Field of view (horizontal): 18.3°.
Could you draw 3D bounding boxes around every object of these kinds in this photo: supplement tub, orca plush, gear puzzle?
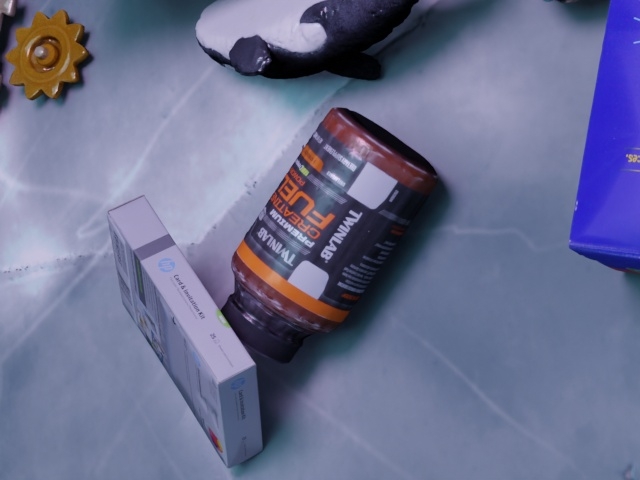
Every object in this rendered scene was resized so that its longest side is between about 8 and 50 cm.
[{"bbox_3d":[0.000,0.000,1.576,0.106,0.106,0.198,39,101,32],"label":"supplement tub"},{"bbox_3d":[0.027,-0.183,1.618,0.287,0.102,0.151,-25,37,33],"label":"orca plush"},{"bbox_3d":[-0.352,-0.187,1.878,0.339,0.044,0.175,5,80,30],"label":"gear puzzle"}]

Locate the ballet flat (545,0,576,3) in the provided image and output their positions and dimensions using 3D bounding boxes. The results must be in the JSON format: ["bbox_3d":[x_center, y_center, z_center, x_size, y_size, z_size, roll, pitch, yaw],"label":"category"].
[{"bbox_3d":[0.147,-0.328,1.545,0.106,0.107,0.316,-27,81,-14],"label":"ballet flat"}]

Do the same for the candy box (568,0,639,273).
[{"bbox_3d":[0.336,-0.123,1.387,0.268,0.122,0.317,8,82,31],"label":"candy box"}]

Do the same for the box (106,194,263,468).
[{"bbox_3d":[-0.109,0.074,1.609,0.038,0.145,0.186,-26,60,-15],"label":"box"}]
